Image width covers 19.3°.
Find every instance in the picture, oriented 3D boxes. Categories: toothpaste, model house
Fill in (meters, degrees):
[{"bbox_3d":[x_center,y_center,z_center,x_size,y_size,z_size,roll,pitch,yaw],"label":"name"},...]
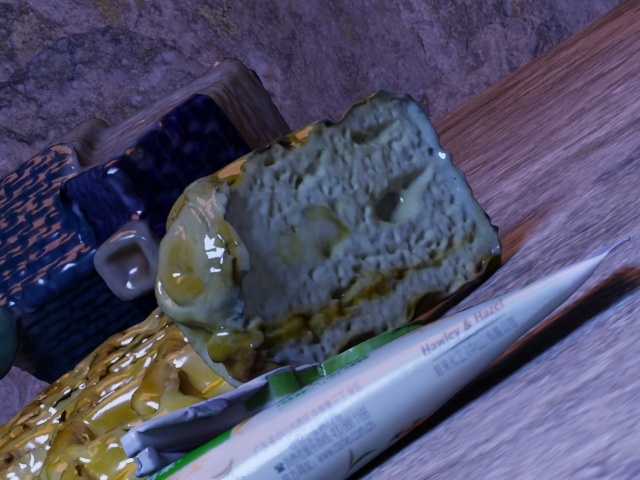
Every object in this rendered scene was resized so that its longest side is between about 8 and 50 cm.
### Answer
[{"bbox_3d":[-0.005,0.087,0.797,0.314,0.056,0.058,-33,40,-2],"label":"toothpaste"},{"bbox_3d":[-0.152,0.023,1.502,0.298,0.243,0.284,-33,5,13],"label":"model house"}]

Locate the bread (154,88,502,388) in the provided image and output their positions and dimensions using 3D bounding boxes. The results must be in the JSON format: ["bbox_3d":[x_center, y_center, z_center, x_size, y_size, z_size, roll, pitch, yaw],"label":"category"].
[{"bbox_3d":[0.000,0.000,1.049,0.088,0.128,0.232,-16,8,45],"label":"bread"}]

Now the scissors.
[{"bbox_3d":[-0.027,0.079,0.895,0.101,0.027,0.204,-34,-12,32],"label":"scissors"}]

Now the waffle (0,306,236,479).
[{"bbox_3d":[-0.133,0.128,1.176,0.380,0.095,0.382,-29,9,46],"label":"waffle"}]
